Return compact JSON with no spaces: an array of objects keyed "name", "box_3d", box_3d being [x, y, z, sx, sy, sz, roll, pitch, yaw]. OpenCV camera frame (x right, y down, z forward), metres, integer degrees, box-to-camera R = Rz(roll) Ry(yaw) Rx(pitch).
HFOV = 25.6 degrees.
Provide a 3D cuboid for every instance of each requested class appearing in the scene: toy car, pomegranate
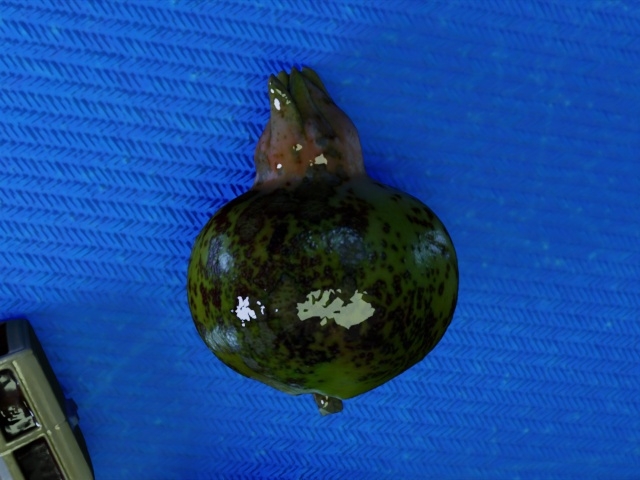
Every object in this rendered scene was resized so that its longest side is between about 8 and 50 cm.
[{"name":"toy car","box_3d":[-0.266,0.201,1.267,0.124,0.101,0.256,-22,113,-6]},{"name":"pomegranate","box_3d":[-0.008,0.002,1.213,0.222,0.276,0.204,-7,154,-30]}]
